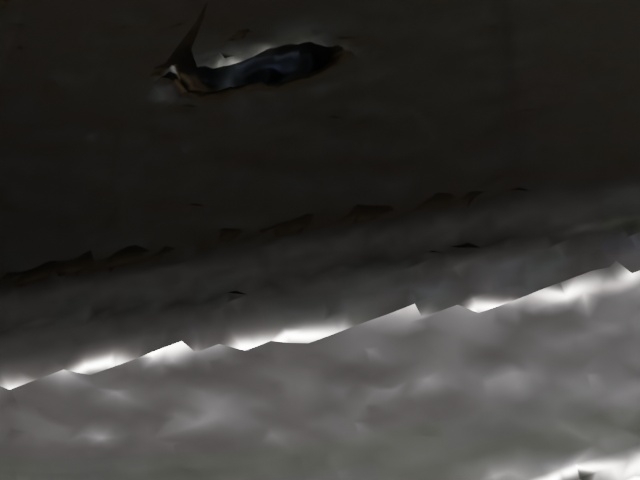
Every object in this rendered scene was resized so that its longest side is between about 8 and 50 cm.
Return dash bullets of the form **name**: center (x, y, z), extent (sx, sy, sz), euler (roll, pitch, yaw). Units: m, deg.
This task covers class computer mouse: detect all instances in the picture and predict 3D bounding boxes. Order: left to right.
- **computer mouse**: center (0.000, 0.000, 0.394), extent (0.269, 0.170, 0.100), euler (-8, 129, 10)
